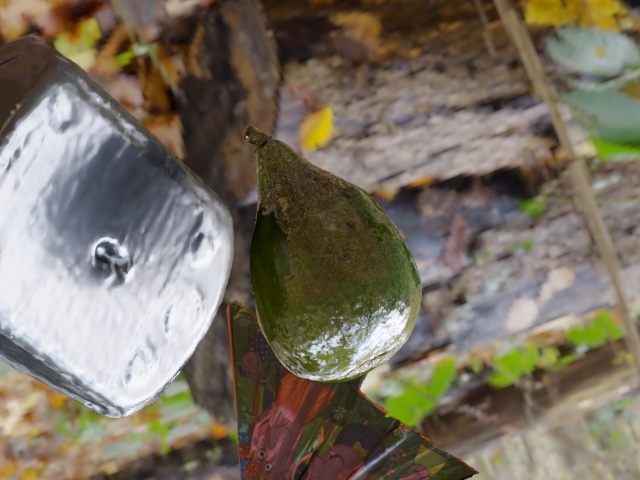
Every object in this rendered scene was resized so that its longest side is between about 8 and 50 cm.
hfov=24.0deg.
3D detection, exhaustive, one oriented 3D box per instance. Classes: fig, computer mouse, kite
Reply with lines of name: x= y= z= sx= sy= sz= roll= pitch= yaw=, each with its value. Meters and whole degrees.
fig: x=0.000 y=0.000 z=0.956 sx=0.117 sy=0.177 sz=0.117 roll=-15 pitch=166 yaw=-4
computer mouse: x=-0.165 y=-0.003 z=0.948 sx=0.100 sy=0.170 sz=0.269 roll=16 pitch=160 yaw=33
kite: x=-0.010 y=0.175 z=1.317 sx=0.016 sy=0.321 sz=0.234 roll=25 pitch=96 yaw=-50
